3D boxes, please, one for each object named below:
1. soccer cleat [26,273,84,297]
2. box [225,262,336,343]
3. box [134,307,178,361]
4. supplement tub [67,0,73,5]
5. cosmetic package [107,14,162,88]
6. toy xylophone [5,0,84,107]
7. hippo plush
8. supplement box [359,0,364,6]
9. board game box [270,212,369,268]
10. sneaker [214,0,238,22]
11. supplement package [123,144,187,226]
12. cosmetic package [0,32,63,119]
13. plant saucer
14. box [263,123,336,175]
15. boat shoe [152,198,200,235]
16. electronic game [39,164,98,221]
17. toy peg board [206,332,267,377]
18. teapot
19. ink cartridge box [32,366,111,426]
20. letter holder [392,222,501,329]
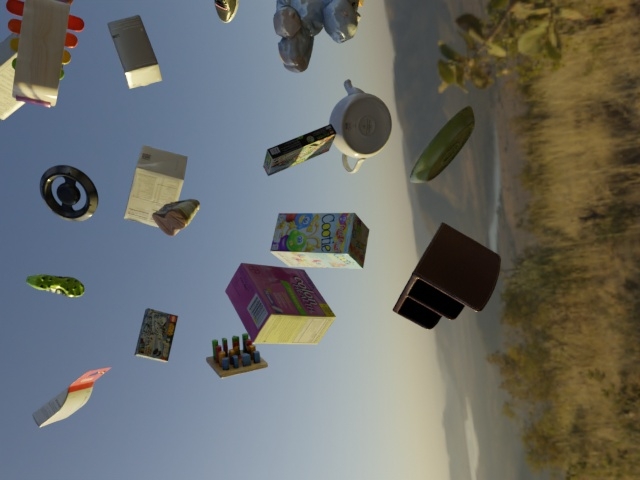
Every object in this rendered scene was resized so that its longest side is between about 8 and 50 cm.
[{"bbox_3d":[-0.788,0.130,1.868,0.179,0.072,0.060,26,-104,-55],"label":"soccer cleat"},{"bbox_3d":[-0.117,0.185,1.823,0.243,0.117,0.213,10,-147,-41],"label":"box"},{"bbox_3d":[-0.469,0.271,1.792,0.027,0.094,0.137,-27,48,55],"label":"box"},{"bbox_3d":[-0.914,-0.836,2.040,0.198,0.106,0.106,28,-127,-55],"label":"supplement tub"},{"bbox_3d":[-0.668,-0.678,2.251,0.107,0.127,0.238,101,146,-64],"label":"cosmetic package"},{"bbox_3d":[-0.810,-0.548,1.746,0.081,0.236,0.322,18,90,63],"label":"toy xylophone"},{"bbox_3d":[-0.001,-0.621,1.791,0.234,0.236,0.294,77,-172,-52],"label":"hippo plush"},{"bbox_3d":[0.108,-0.756,1.868,0.036,0.062,0.098,21,-91,-66],"label":"supplement box"},{"bbox_3d":[0.000,0.000,2.036,0.144,0.275,0.142,44,-127,-57],"label":"board game box"},{"bbox_3d":[-0.369,-0.892,2.253,0.147,0.104,0.296,-59,-8,-34],"label":"sneaker"},{"bbox_3d":[-0.694,-0.224,2.642,0.199,0.198,0.262,-98,27,-54],"label":"supplement package"},{"bbox_3d":[-1.020,-0.550,2.072,0.160,0.309,0.113,32,-143,-54],"label":"cosmetic package"},{"bbox_3d":[0.320,-0.234,1.599,0.037,0.241,0.241,42,178,15],"label":"plant saucer"},{"bbox_3d":[-0.060,-0.258,1.787,0.036,0.207,0.114,61,162,12],"label":"box"},{"bbox_3d":[-0.500,-0.084,2.172,0.089,0.285,0.104,-45,-68,-28],"label":"boat shoe"},{"bbox_3d":[-0.946,-0.176,2.352,0.048,0.229,0.229,-73,-25,-61],"label":"electronic game"},{"bbox_3d":[-0.277,0.368,2.041,0.160,0.161,0.079,20,116,62],"label":"toy peg board"},{"bbox_3d":[0.127,-0.420,2.310,0.252,0.256,0.187,45,169,-26],"label":"teapot"},{"bbox_3d":[-0.821,0.524,2.104,0.066,0.232,0.189,57,-179,8],"label":"ink cartridge box"},{"bbox_3d":[0.368,0.119,1.766,0.302,0.214,0.152,-49,-15,-52],"label":"letter holder"}]
